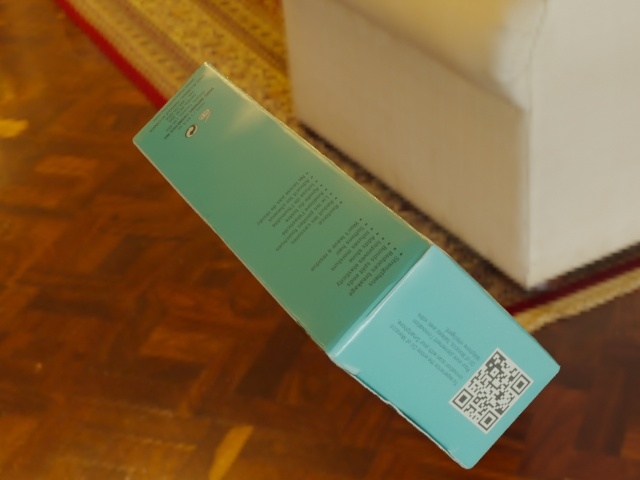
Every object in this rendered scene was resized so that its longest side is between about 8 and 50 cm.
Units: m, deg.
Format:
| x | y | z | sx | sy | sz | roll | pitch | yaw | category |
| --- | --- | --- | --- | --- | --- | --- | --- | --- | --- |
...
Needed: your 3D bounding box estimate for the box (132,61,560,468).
| x | y | z | sx | sy | sz | roll | pitch | yaw | category |
| --- | --- | --- | --- | --- | --- | --- | --- | --- | --- |
| 0.000 | 0.000 | 0.593 | 0.060 | 0.100 | 0.244 | -48 | 36 | 0 | box |
